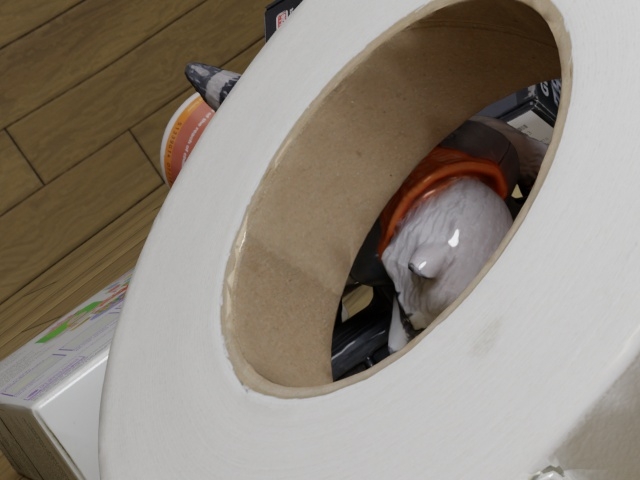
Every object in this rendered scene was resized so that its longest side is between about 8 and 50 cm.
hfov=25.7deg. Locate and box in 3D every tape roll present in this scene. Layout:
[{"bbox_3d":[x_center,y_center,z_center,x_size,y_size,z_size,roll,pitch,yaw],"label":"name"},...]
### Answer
[{"bbox_3d":[0.048,-0.008,0.611,0.392,0.072,0.392,-36,35,30],"label":"tape roll"}]

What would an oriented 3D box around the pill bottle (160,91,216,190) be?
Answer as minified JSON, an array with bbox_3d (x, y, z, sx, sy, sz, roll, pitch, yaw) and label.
[{"bbox_3d":[-0.032,-0.047,1.185,0.121,0.121,0.216,-37,42,-20],"label":"pill bottle"}]

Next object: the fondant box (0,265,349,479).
[{"bbox_3d":[-0.149,0.095,1.149,0.238,0.096,0.330,-37,11,-21],"label":"fondant box"}]

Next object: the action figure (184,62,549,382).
[{"bbox_3d":[0.000,0.000,0.848,0.341,0.178,0.330,-40,26,-13],"label":"action figure"}]

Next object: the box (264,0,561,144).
[{"bbox_3d":[0.078,-0.160,1.290,0.293,0.073,0.295,-25,50,31],"label":"box"}]
